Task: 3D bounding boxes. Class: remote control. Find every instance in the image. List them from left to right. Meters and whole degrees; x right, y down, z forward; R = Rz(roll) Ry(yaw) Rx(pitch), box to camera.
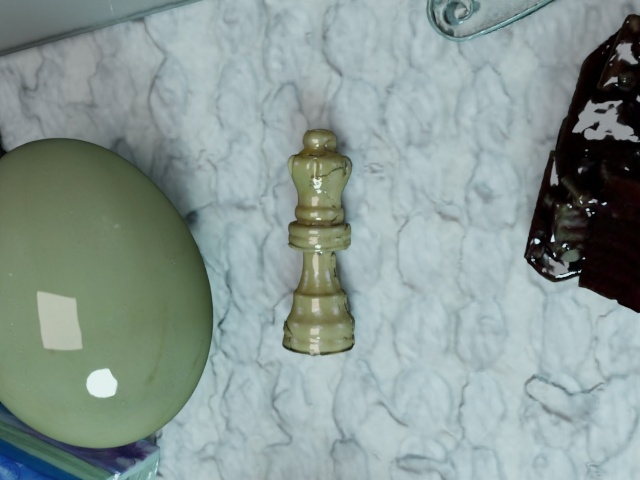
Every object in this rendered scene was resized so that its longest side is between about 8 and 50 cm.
[{"bbox_3d":[-0.194,-0.201,0.850,0.261,0.029,0.067,-12,96,16],"label":"remote control"}]

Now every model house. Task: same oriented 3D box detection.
[{"bbox_3d":[0.216,-0.050,0.685,0.141,0.164,0.203,9,101,9],"label":"model house"}]

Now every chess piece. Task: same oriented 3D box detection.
[{"bbox_3d":[0.000,0.000,0.815,0.060,0.060,0.171,3,99,16],"label":"chess piece"}]

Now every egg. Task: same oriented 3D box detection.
[{"bbox_3d":[-0.179,0.039,0.804,0.186,0.186,0.241,-15,90,18],"label":"egg"}]

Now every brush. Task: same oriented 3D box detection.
[{"bbox_3d":[0.210,-0.197,0.711,0.297,0.060,0.068,-17,97,18],"label":"brush"}]

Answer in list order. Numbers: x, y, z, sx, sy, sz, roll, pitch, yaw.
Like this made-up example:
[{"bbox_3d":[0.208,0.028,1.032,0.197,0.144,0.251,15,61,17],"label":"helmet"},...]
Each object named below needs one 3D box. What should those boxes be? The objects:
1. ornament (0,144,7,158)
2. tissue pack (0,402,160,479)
[{"bbox_3d":[-0.395,-0.104,0.807,0.106,0.260,0.251,-31,92,25],"label":"ornament"},{"bbox_3d":[-0.298,0.219,0.894,0.264,0.146,0.198,24,104,12],"label":"tissue pack"}]
